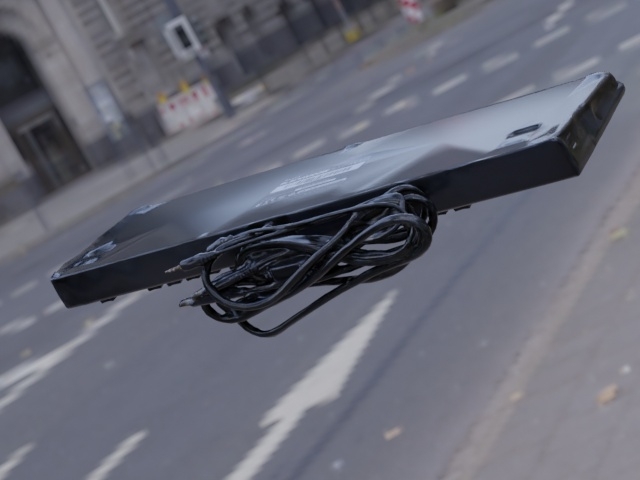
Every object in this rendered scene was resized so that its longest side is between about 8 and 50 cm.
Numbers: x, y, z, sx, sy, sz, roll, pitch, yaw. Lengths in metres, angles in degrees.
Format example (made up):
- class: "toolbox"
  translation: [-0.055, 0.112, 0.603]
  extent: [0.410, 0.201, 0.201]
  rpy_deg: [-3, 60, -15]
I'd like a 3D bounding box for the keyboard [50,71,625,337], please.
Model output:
- class: "keyboard"
  translation: [0.000, 0.000, 0.517]
  extent: [0.192, 0.038, 0.100]
  rpy_deg: [-16, 15, 31]
